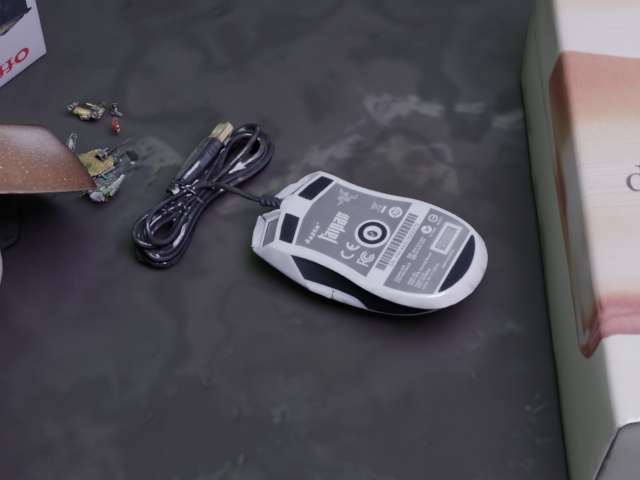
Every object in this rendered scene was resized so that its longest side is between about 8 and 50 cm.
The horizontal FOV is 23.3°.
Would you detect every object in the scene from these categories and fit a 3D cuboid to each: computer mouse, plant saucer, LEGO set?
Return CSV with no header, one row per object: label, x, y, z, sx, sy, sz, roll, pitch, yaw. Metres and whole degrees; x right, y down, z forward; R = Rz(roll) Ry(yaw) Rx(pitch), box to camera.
computer mouse,0.000,0.000,0.860,0.193,0.042,0.106,22,56,21
plant saucer,-0.216,-0.045,0.810,0.198,0.198,0.036,2,93,3
LEGO set,-0.132,-0.048,0.907,0.054,0.023,0.083,11,45,6

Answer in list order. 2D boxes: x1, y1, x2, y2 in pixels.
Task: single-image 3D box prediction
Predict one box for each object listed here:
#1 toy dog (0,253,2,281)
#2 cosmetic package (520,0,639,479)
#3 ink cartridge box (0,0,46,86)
toy dog,-0.255,0.100,0.687,0.220,0.161,0.334,-14,48,6
cosmetic package,0.196,-0.011,0.807,0.153,0.129,0.296,-3,58,-2
ink cartridge box,-0.234,-0.143,0.877,0.072,0.175,0.127,39,67,20
